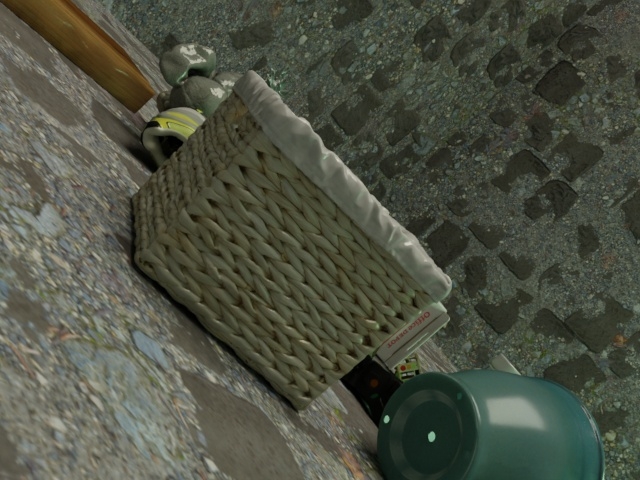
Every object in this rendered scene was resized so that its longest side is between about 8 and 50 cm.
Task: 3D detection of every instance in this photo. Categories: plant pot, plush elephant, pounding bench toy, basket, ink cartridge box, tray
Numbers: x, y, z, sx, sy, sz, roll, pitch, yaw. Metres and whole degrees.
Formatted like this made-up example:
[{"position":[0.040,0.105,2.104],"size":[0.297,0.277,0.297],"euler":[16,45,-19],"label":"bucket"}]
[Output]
[{"position":[0.231,0.309,1.244],"size":[0.255,0.271,0.271],"euler":[24,19,-40],"label":"plant pot"},{"position":[-0.238,-0.255,1.723],"size":[0.255,0.330,0.271],"euler":[-16,79,-58],"label":"plush elephant"},{"position":[0.215,0.328,2.077],"size":[0.052,0.065,0.083],"euler":[-80,158,-85],"label":"pounding bench toy"},{"position":[-0.058,-0.013,1.143],"size":[0.331,0.266,0.328],"euler":[46,5,-22],"label":"basket"},{"position":[0.192,0.180,2.162],"size":[0.119,0.207,0.353],"euler":[49,4,-9],"label":"ink cartridge box"},{"position":[-0.527,-0.447,1.756],"size":[0.203,0.076,0.411],"euler":[51,5,39],"label":"tray"}]

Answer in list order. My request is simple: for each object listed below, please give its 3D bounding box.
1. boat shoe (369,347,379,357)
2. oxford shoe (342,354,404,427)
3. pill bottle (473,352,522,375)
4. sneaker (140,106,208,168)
[{"position":[0.101,0.223,1.935],"size":[0.072,0.068,0.190],"euler":[35,-5,1],"label":"boat shoe"},{"position":[0.116,0.272,1.483],"size":[0.227,0.083,0.096],"euler":[51,1,27],"label":"oxford shoe"},{"position":[0.393,0.390,2.083],"size":[0.131,0.229,0.131],"euler":[47,5,-5],"label":"pill bottle"},{"position":[-0.186,-0.075,1.535],"size":[0.384,0.145,0.147],"euler":[45,25,6],"label":"sneaker"}]
